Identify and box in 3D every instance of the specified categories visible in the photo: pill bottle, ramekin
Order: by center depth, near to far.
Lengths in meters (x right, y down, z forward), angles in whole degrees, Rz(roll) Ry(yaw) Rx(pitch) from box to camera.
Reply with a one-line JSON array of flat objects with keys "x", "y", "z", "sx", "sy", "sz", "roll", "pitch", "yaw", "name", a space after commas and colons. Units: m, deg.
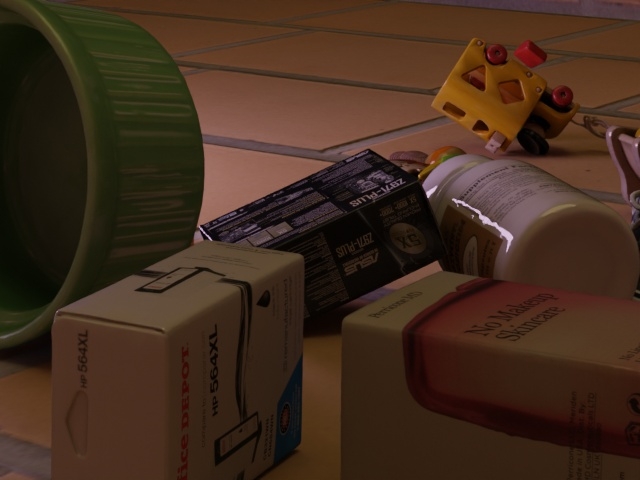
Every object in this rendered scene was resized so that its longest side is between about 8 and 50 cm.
[{"x": -0.240, "y": -0.063, "z": 1.572, "sx": 0.303, "sy": 0.303, "sz": 0.148, "roll": 12, "pitch": 11, "yaw": 40, "name": "ramekin"}, {"x": 0.173, "y": -0.001, "z": 1.622, "sx": 0.131, "sy": 0.131, "sz": 0.229, "roll": -5, "pitch": 18, "yaw": -19, "name": "pill bottle"}]

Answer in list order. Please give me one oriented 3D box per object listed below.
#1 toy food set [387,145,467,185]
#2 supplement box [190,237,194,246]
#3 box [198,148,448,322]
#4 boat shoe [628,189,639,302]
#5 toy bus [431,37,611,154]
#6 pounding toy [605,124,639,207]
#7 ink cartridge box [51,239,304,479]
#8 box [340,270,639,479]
[{"x": 0.115, "y": -0.090, "z": 2.186, "sx": 0.132, "sy": 0.039, "sz": 0.192, "roll": -12, "pitch": 18, "yaw": -39, "name": "toy food set"}, {"x": -0.230, "y": -0.025, "z": 1.836, "sx": 0.188, "sy": 0.081, "sz": 0.104, "roll": -13, "pitch": 19, "yaw": -41, "name": "supplement box"}, {"x": 0.000, "y": 0.000, "z": 1.632, "sx": 0.180, "sy": 0.078, "sz": 0.147, "roll": -25, "pitch": 19, "yaw": -10, "name": "box"}, {"x": 0.330, "y": 0.006, "z": 1.672, "sx": 0.113, "sy": 0.105, "sz": 0.306, "roll": 3, "pitch": 14, "yaw": 10, "name": "boat shoe"}, {"x": 0.241, "y": -0.164, "z": 2.345, "sx": 0.202, "sy": 0.191, "sz": 0.104, "roll": 13, "pitch": 62, "yaw": 44, "name": "toy bus"}, {"x": 0.462, "y": -0.098, "z": 1.987, "sx": 0.269, "sy": 0.154, "sz": 0.155, "roll": -5, "pitch": 15, "yaw": -17, "name": "pounding toy"}, {"x": -0.090, "y": 0.096, "z": 1.219, "sx": 0.086, "sy": 0.148, "sz": 0.203, "roll": 8, "pitch": 17, "yaw": 23, "name": "ink cartridge box"}, {"x": 0.146, "y": 0.109, "z": 1.214, "sx": 0.232, "sy": 0.127, "sz": 0.148, "roll": 9, "pitch": 17, "yaw": 30, "name": "box"}]
